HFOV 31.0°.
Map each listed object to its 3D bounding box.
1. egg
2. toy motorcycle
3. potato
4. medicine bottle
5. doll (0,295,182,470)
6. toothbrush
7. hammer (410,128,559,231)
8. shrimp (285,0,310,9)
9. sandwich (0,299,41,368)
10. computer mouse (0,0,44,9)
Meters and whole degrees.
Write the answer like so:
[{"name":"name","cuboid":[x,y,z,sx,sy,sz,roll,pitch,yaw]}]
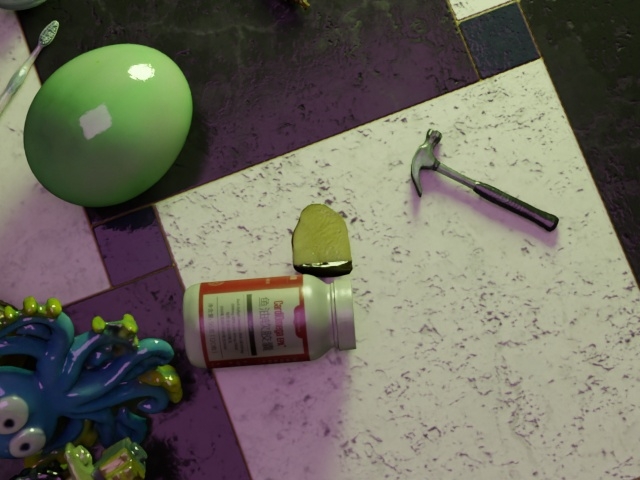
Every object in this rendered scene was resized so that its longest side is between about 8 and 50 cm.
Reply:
[{"name":"egg","cuboid":[-0.315,-0.173,1.724,0.270,0.220,0.220,-43,82,-5]},{"name":"toy motorcycle","cuboid":[-0.264,0.456,1.641,0.237,0.169,0.410,-39,103,-5]},{"name":"potato","cuboid":[0.000,0.000,1.766,0.096,0.066,0.103,5,76,-12]},{"name":"medicine bottle","cuboid":[-0.075,0.119,1.716,0.250,0.131,0.131,-4,81,2]},{"name":"doll","cuboid":[-0.366,0.227,1.629,0.341,0.346,0.098,-24,41,-4]},{"name":"toothbrush","cuboid":[-0.496,-0.240,1.840,0.021,0.027,0.269,33,85,-7]},{"name":"hammer","cuboid":[0.253,-0.073,1.787,0.246,0.029,0.103,29,83,5]},{"name":"shrimp","cuboid":[-0.064,-0.450,1.846,0.091,0.043,0.184,-21,80,-5]},{"name":"sandwich","cuboid":[-0.535,0.167,1.678,0.155,0.227,0.198,27,83,6]},{"name":"computer mouse","cuboid":[-0.481,-0.467,1.851,0.128,0.079,0.230,3,66,0]}]
